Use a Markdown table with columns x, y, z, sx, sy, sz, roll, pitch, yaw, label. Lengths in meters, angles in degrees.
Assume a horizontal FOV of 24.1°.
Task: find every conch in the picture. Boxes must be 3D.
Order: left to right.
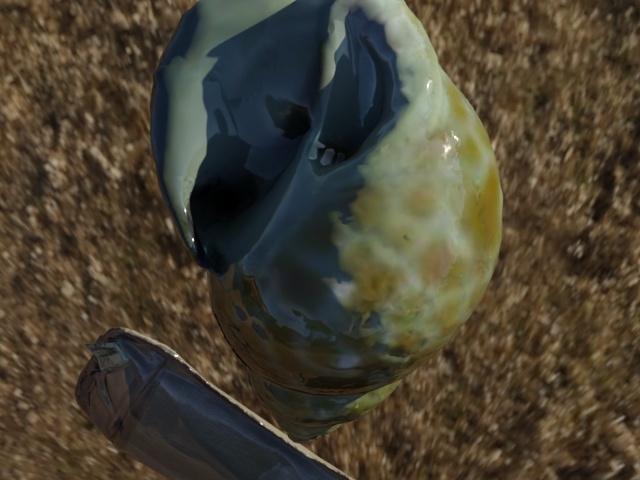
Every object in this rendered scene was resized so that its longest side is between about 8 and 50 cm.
| x | y | z | sx | sy | sz | roll | pitch | yaw | label |
| --- | --- | --- | --- | --- | --- | --- | --- | --- | --- |
| 0.006 | -0.014 | 0.535 | 0.116 | 0.106 | 0.173 | -26 | 99 | -4 | conch |

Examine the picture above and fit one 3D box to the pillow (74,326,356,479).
| x | y | z | sx | sy | sz | roll | pitch | yaw | label |
| --- | --- | --- | --- | --- | --- | --- | --- | --- | --- |
| -0.043 | 0.133 | 0.882 | 0.233 | 0.130 | 0.038 | 32 | 53 | 2 | pillow |
